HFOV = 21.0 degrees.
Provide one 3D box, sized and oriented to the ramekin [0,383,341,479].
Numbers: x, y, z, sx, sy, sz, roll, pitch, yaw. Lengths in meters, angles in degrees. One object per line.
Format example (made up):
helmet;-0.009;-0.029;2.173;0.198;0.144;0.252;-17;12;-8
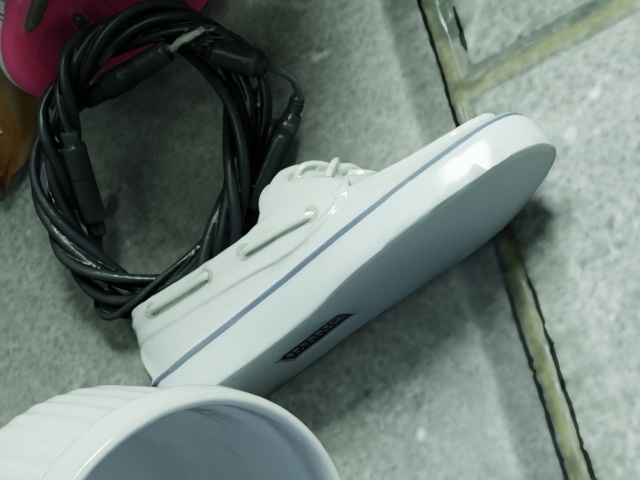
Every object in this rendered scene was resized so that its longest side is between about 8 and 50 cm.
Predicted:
ramekin;-0.092;0.166;0.837;0.109;0.207;0.207;7;77;46

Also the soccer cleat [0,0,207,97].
soccer cleat;-0.099;-0.237;1.063;0.331;0.116;0.143;-56;38;0

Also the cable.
cable;-0.101;-0.042;0.987;0.151;0.047;0.184;27;101;11

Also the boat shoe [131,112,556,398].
boat shoe;0.000;0.000;0.894;0.258;0.095;0.084;-35;70;18

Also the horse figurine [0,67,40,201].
horse figurine;-0.202;-0.181;1.088;0.066;0.174;0.263;-7;56;37
